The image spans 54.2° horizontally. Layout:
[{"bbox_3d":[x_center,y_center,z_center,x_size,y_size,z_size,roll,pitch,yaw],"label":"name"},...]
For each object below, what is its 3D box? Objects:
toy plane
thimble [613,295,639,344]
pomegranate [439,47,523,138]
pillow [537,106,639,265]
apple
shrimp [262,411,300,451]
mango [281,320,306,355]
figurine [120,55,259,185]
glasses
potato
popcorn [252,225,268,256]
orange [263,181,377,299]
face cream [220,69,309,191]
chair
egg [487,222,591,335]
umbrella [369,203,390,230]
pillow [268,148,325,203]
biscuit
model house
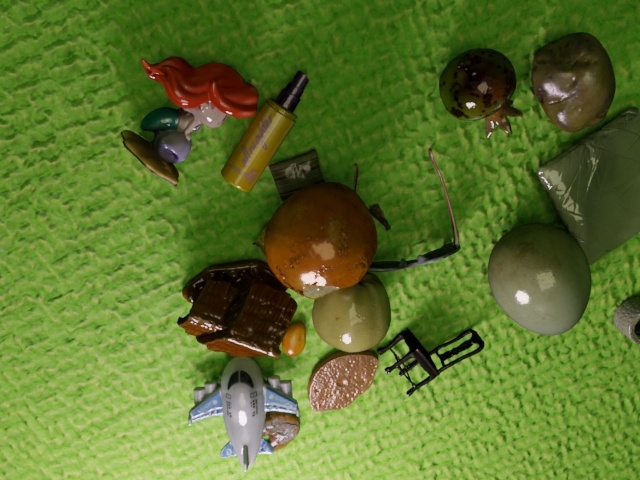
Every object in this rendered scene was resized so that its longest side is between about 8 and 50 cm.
[{"bbox_3d":[-0.184,0.410,1.507,0.267,0.122,0.267,0,87,-4],"label":"toy plane"},{"bbox_3d":[0.801,0.197,1.555,0.115,0.090,0.102,-10,108,0],"label":"thimble"},{"bbox_3d":[0.342,-0.300,1.299,0.156,0.156,0.220,-40,113,9],"label":"pomegranate"},{"bbox_3d":[0.656,-0.118,1.431,0.274,0.076,0.281,-33,107,-4],"label":"pillow"},{"bbox_3d":[0.072,0.160,1.423,0.200,0.200,0.200,-2,110,-5],"label":"apple"},{"bbox_3d":[-0.142,0.503,1.602,0.187,0.052,0.132,-15,111,-2],"label":"shrimp"},{"bbox_3d":[-0.062,0.238,1.517,0.060,0.046,0.089,21,94,-14],"label":"mango"},{"bbox_3d":[-0.270,-0.262,1.247,0.208,0.181,0.257,44,95,11],"label":"figurine"},{"bbox_3d":[0.185,-0.064,1.408,0.234,0.118,0.268,-11,102,1],"label":"glasses"},{"bbox_3d":[0.534,-0.331,1.314,0.154,0.137,0.200,-17,115,34],"label":"potato"},{"bbox_3d":[-0.120,0.005,1.411,0.084,0.084,0.084,-2,110,-5],"label":"popcorn"},{"bbox_3d":[0.000,0.000,1.291,0.240,0.240,0.240,-2,110,-5],"label":"orange"},{"bbox_3d":[-0.108,-0.234,1.317,0.078,0.078,0.273,32,104,-15],"label":"face cream"},{"bbox_3d":[0.269,0.264,1.524,0.229,0.106,0.113,-37,111,7],"label":"chair"},{"bbox_3d":[0.502,0.096,1.425,0.218,0.218,0.295,-28,123,5],"label":"egg"},{"bbox_3d":[0.136,-0.055,1.439,0.083,0.020,0.031,47,61,-18],"label":"umbrella"},{"bbox_3d":[-0.032,-0.092,1.398,0.113,0.038,0.203,-19,111,2],"label":"pillow"},{"bbox_3d":[0.051,0.349,1.575,0.142,0.029,0.221,40,103,-18],"label":"biscuit"},{"bbox_3d":[-0.184,0.155,1.381,0.199,0.229,0.219,35,103,-22],"label":"model house"}]
